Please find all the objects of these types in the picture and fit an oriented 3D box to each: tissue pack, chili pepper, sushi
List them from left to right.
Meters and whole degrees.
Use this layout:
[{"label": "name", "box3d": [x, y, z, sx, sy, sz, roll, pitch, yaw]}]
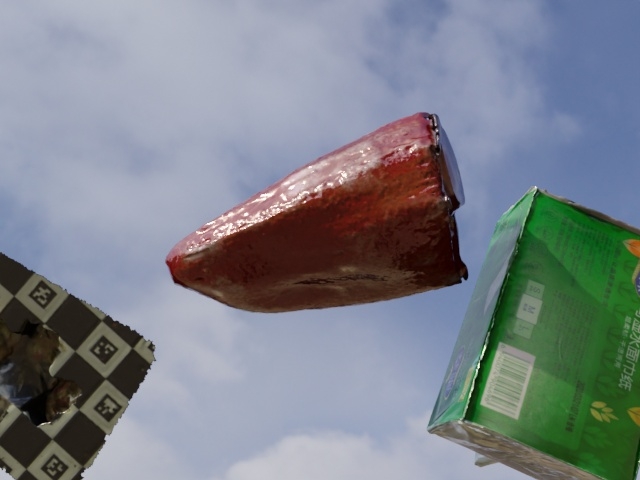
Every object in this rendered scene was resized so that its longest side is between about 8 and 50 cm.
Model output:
[{"label": "sushi", "box3d": [-0.285, 0.127, 0.706, 0.210, 0.040, 0.192, 32, -86, 2]}, {"label": "chili pepper", "box3d": [0.000, 0.000, 0.597, 0.253, 0.136, 0.144, -18, -8, 10]}, {"label": "tissue pack", "box3d": [0.193, 0.094, 0.618, 0.148, 0.209, 0.156, 22, -22, 1]}]
